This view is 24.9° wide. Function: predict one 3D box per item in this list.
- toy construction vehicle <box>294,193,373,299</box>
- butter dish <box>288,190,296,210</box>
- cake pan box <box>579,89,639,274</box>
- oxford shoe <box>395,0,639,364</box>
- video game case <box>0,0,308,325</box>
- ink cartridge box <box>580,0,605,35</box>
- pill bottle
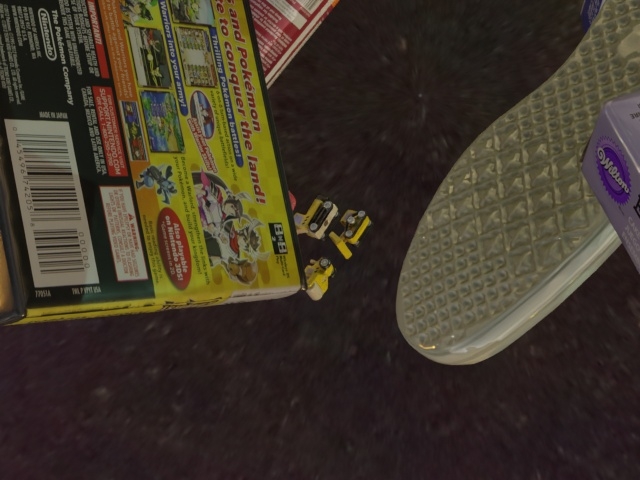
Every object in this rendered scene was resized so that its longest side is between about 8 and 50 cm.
[{"bbox_3d":[0.000,0.000,1.365,0.035,0.086,0.098,25,77,32],"label":"toy construction vehicle"},{"bbox_3d":[-0.139,-0.028,1.683,0.160,0.118,0.160,40,127,-5],"label":"butter dish"},{"bbox_3d":[0.292,0.010,0.669,0.267,0.070,0.245,-16,64,-11],"label":"cake pan box"},{"bbox_3d":[0.233,-0.075,1.141,0.449,0.130,0.169,-52,47,-2],"label":"oxford shoe"},{"bbox_3d":[-0.124,-0.091,0.901,0.035,0.248,0.274,-18,81,38],"label":"video game case"},{"bbox_3d":[0.494,-0.349,1.697,0.330,0.324,0.071,-6,66,-2],"label":"ink cartridge box"},{"bbox_3d":[-0.086,-0.203,1.435,0.121,0.121,0.221,39,92,-1],"label":"pill bottle"}]
